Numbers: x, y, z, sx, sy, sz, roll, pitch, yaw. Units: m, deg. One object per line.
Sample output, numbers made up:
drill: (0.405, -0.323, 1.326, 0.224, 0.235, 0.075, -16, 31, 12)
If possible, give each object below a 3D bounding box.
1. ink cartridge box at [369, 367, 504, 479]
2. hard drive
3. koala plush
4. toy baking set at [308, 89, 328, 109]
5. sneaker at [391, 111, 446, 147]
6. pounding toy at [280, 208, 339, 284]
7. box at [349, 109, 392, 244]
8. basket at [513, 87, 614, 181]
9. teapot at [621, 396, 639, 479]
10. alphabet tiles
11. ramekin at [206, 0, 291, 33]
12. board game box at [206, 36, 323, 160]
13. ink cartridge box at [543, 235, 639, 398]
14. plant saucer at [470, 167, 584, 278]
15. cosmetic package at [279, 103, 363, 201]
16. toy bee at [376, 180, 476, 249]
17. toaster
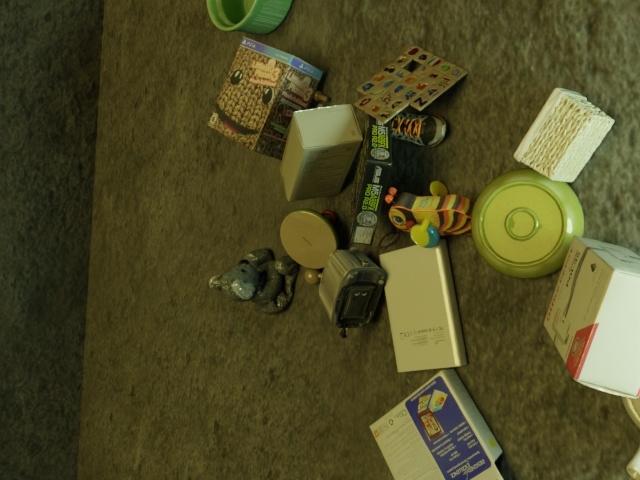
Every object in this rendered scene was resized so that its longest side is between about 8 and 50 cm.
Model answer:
ink cartridge box: (0.287, 0.516, 1.645, 0.303, 0.072, 0.307, -48, 58, 35)
hard drive: (0.252, 0.167, 1.703, 0.203, 0.040, 0.307, -18, 76, 46)
koala plush: (-0.212, 0.134, 2.081, 0.196, 0.221, 0.203, 12, 99, 47)
toy baking set: (-0.035, -0.359, 2.039, 0.256, 0.030, 0.196, 25, 111, 45)
sneaker: (0.221, -0.284, 1.713, 0.215, 0.083, 0.084, 16, 100, 45)
pounding toy: (0.000, 0.000, 1.960, 0.183, 0.110, 0.236, -14, 109, 36)
box: (0.124, -0.156, 1.690, 0.216, 0.060, 0.270, -84, 3, -46)
basket: (0.498, -0.210, 1.386, 0.103, 0.113, 0.167, 46, 122, 35)
teapot: (0.628, 0.253, 1.182, 0.253, 0.187, 0.255, -35, 63, 41)
alphabet tiles: (0.208, -0.380, 1.666, 0.237, 0.009, 0.198, -39, 50, -11)
ramekin: (-0.218, -0.803, 2.153, 0.304, 0.148, 0.303, -1, 89, 47)
board game box: (-0.168, -0.419, 2.017, 0.232, 0.141, 0.290, 30, 101, 37)
ink cartridge box: (0.513, 0.126, 1.234, 0.117, 0.283, 0.207, 15, 103, 4)
plant saucer: (0.435, -0.036, 1.456, 0.241, 0.037, 0.240, 1, 92, 29)
cosmetic package: (-0.007, -0.225, 1.812, 0.309, 0.160, 0.113, 115, 143, -64)
toy bee: (0.229, -0.057, 1.619, 0.298, 0.162, 0.195, -25, 32, 23)
toaster: (0.076, 0.131, 1.820, 0.146, 0.129, 0.226, -123, 41, -54)
